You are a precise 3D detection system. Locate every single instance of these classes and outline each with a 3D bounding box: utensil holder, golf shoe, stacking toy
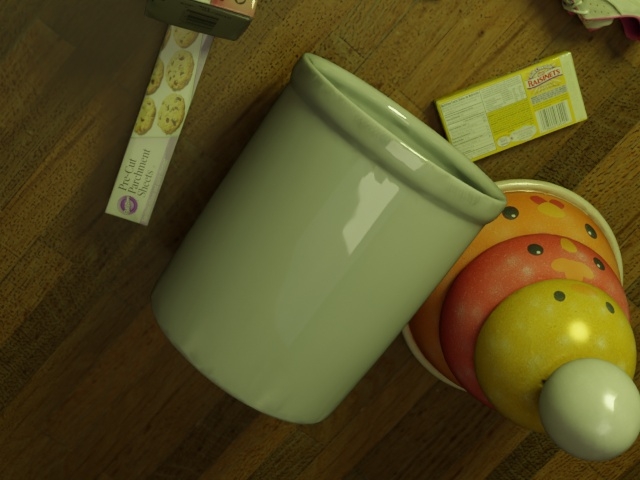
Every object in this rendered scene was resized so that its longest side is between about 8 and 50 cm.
[{"bbox_3d":[0.000,0.000,1.340,0.327,0.328,0.385,33,105,-16],"label":"utensil holder"},{"bbox_3d":[0.357,-0.363,1.367,0.306,0.115,0.140,18,110,-11],"label":"golf shoe"},{"bbox_3d":[0.310,0.141,1.340,0.350,0.480,0.351,-2,110,-7],"label":"stacking toy"}]

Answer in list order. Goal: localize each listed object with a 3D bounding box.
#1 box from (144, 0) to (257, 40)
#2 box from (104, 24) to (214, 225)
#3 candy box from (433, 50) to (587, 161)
[{"bbox_3d":[-0.127,-0.383,1.242,0.126,0.148,0.232,14,87,-13],"label":"box"},{"bbox_3d":[-0.214,-0.181,1.383,0.067,0.063,0.324,20,106,-12],"label":"box"},{"bbox_3d":[0.275,-0.190,1.460,0.205,0.027,0.105,-20,108,0],"label":"candy box"}]
